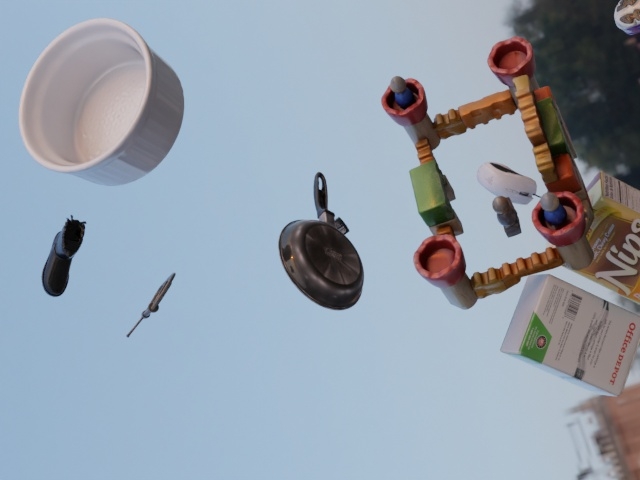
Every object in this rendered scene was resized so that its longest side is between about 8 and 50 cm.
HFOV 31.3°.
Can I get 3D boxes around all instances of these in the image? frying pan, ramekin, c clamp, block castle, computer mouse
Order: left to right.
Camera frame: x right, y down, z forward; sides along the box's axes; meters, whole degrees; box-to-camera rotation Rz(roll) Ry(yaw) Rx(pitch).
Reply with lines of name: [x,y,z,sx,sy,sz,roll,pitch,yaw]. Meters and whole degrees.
ramekin: [-0.367,-0.227,1.958,0.135,0.277,0.277,31,-138,-57]
c clamp: [-0.336,0.128,2.320,0.022,0.161,0.137,35,-115,-7]
frying pan: [0.028,0.003,2.179,0.197,0.053,0.326,41,-141,-10]
block castle: [0.291,-0.133,2.020,0.213,0.303,0.453,52,-156,-49]
computer mouse: [0.426,-0.106,2.463,0.193,0.106,0.042,22,-149,4]

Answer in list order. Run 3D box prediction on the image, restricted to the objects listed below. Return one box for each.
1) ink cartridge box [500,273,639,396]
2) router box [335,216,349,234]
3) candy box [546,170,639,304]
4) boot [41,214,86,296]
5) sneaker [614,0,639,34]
ink cartridge box: [0.444,0.167,2.006,0.208,0.153,0.087,25,170,-13]
router box: [0.000,0.000,2.340,0.038,0.122,0.092,54,180,-2]
candy box: [0.610,0.018,2.163,0.316,0.183,0.087,25,-141,-11]
boot: [-0.413,0.025,1.847,0.045,0.099,0.121,16,-109,-22]
sneaker: [0.536,-0.366,1.751,0.071,0.170,0.068,28,-132,-58]
